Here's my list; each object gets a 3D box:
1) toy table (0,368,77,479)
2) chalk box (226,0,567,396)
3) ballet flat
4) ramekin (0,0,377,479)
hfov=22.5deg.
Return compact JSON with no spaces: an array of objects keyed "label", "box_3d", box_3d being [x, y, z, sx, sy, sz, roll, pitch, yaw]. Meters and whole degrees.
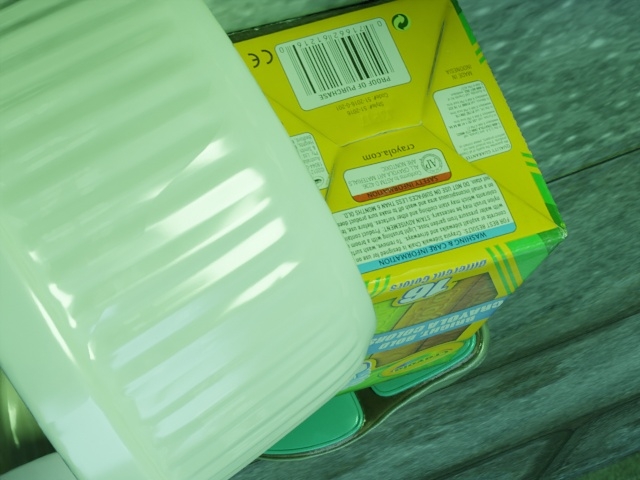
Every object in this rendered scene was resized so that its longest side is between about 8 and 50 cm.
[{"label":"toy table","box_3d":[-0.177,0.106,0.810,0.252,0.161,0.274,-1,151,-49]},{"label":"chalk box","box_3d":[0.000,0.000,0.768,0.132,0.132,0.213,-16,161,-20]},{"label":"ballet flat","box_3d":[0.034,0.114,1.237,0.213,0.072,0.068,-26,166,6]},{"label":"ramekin","box_3d":[-0.068,-0.010,0.558,0.109,0.207,0.207,-31,163,-6]}]
